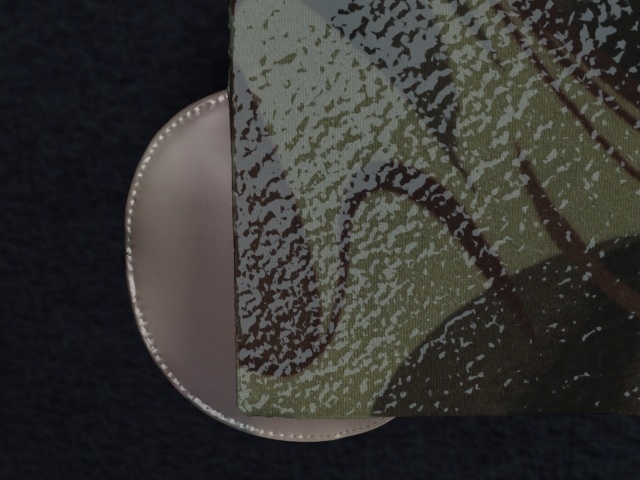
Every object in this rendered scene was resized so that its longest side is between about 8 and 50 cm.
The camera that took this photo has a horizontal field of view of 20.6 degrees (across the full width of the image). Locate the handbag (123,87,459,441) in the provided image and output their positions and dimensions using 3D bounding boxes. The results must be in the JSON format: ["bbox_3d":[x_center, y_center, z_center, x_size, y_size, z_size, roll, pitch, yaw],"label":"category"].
[{"bbox_3d":[0.000,-0.001,0.917,0.179,0.116,0.205,-1,113,13],"label":"handbag"}]

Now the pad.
[{"bbox_3d":[0.067,-0.068,0.816,0.220,0.004,0.330,-1,109,0],"label":"pad"}]
